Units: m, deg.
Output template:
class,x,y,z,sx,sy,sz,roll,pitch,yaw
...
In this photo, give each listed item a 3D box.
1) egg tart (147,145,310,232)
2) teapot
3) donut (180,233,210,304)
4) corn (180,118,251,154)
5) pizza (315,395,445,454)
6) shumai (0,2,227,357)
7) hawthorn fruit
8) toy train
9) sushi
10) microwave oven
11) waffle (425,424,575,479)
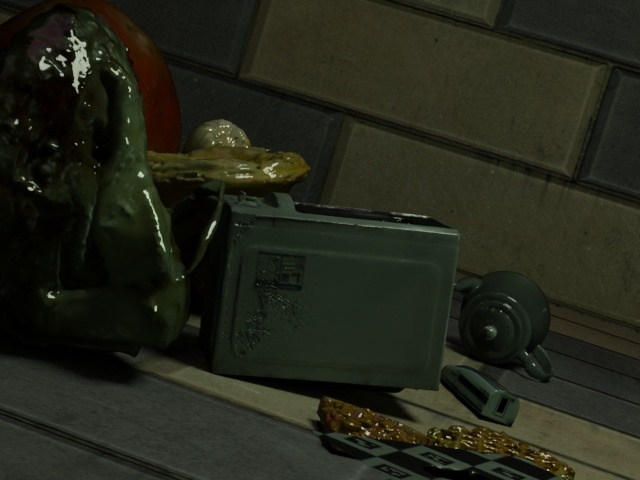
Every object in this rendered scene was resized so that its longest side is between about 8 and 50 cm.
class,x,y,z,sx,sy,sz,roll,pitch,yaw
egg tart,-0.150,-0.072,1.929,0.288,0.118,0.288,2,4,0
teapot,0.316,0.152,2.408,0.239,0.162,0.149,47,20,6
donut,-0.075,0.062,2.122,0.330,0.160,0.330,22,15,-6
corn,-0.212,-0.065,2.262,0.122,0.305,0.123,12,39,-30
pizza,0.051,0.212,1.533,0.131,0.041,0.178,9,10,-46
shumai,-0.280,-0.018,1.547,0.348,0.395,0.395,40,5,-4
hawthorn fruit,-0.392,-0.193,2.154,0.402,0.403,0.403,17,6,-2
toy train,0.224,0.209,2.019,0.055,0.048,0.252,18,5,-14
sushi,0.175,0.266,1.290,0.292,0.059,0.294,13,7,-37
microwave oven,0.003,0.063,1.782,0.295,0.238,0.181,6,9,-13
waffle,0.208,0.254,1.597,0.191,0.038,0.191,17,6,-2
